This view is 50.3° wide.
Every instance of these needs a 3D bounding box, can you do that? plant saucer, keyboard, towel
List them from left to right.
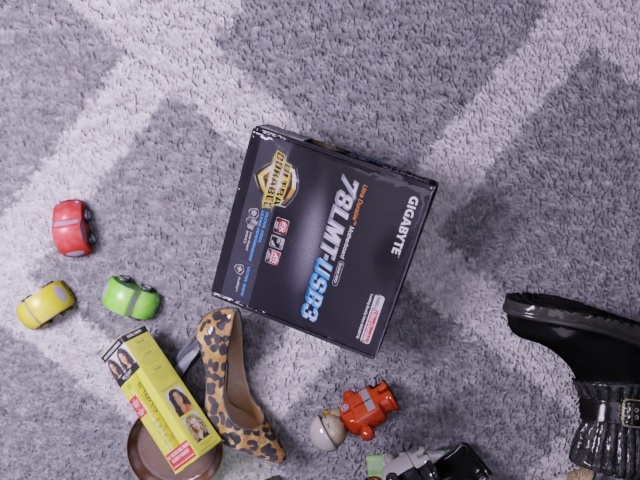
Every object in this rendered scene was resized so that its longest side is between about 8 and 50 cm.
[{"bbox_3d":[-0.251,0.358,1.187,0.168,0.029,0.168,0,96,0],"label":"plant saucer"},{"bbox_3d":[0.159,0.426,1.206,0.152,0.023,0.113,-3,93,2],"label":"towel"},{"bbox_3d":[0.211,0.446,1.185,0.192,0.038,0.100,-41,69,5],"label":"keyboard"}]

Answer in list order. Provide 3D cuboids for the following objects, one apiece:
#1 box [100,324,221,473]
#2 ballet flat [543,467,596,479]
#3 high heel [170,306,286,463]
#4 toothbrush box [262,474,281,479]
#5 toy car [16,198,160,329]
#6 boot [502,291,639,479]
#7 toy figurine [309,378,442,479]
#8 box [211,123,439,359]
[{"bbox_3d":[-0.264,0.260,1.120,0.087,0.058,0.232,-41,80,37],"label":"box"},{"bbox_3d":[0.395,0.464,1.189,0.067,0.073,0.206,37,91,10],"label":"ballet flat"},{"bbox_3d":[-0.120,0.240,1.126,0.261,0.093,0.186,41,112,3],"label":"high heel"},{"bbox_3d":[-0.152,0.557,1.131,0.283,0.122,0.206,-33,73,1],"label":"toothbrush box"},{"bbox_3d":[-0.380,0.073,1.145,0.225,0.053,0.239,23,95,-3],"label":"toy car"},{"bbox_3d":[0.441,0.245,1.134,0.348,0.131,0.260,17,95,-3],"label":"boot"},{"bbox_3d":[0.085,0.339,1.094,0.148,0.209,0.213,-31,82,-1],"label":"toy figurine"},{"bbox_3d":[0.000,0.000,1.077,0.293,0.073,0.295,21,108,11],"label":"box"}]
